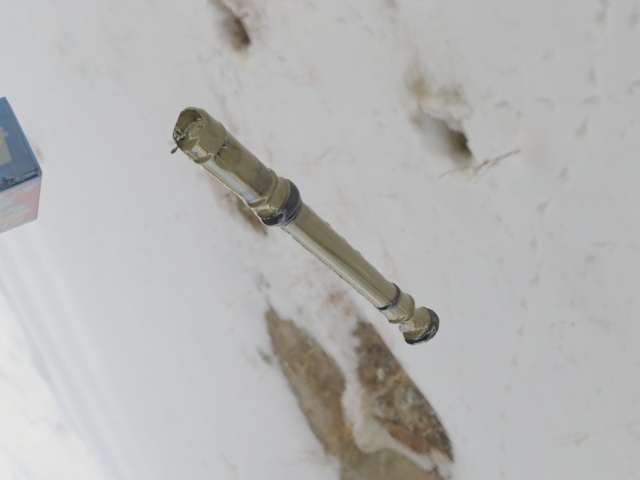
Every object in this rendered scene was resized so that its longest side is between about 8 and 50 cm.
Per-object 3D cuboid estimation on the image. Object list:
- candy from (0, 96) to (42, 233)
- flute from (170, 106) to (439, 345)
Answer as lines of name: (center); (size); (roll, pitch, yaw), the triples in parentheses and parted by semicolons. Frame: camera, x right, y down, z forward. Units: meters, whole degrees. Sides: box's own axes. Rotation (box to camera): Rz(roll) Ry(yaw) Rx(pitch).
candy: (-0.416, -0.061, 1.193); (0.100, 0.157, 0.306); (65, 162, 1)
flute: (0.000, 0.000, 0.533); (0.027, 0.027, 0.233); (31, 173, 43)
